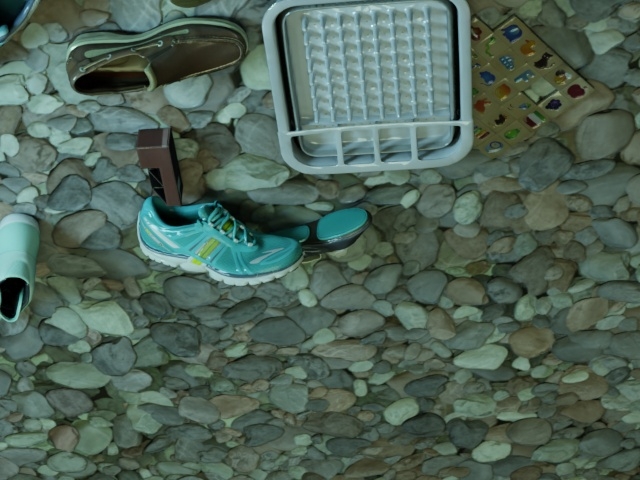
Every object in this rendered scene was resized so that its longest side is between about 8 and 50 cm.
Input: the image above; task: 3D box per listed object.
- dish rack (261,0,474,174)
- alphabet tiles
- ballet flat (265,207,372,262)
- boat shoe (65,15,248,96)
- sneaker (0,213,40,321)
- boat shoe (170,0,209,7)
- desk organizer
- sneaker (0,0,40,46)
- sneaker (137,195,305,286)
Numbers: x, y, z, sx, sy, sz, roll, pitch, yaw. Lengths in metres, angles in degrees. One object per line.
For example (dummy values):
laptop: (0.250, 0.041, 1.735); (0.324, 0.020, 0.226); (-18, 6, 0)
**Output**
dish rack: (0.073, -0.238, 1.871); (0.286, 0.072, 0.332); (-3, 138, 5)
alphabet tiles: (0.257, -0.232, 1.945); (0.198, 0.009, 0.237); (-34, 128, 29)
ballet flat: (0.000, 0.000, 2.133); (0.203, 0.074, 0.074); (-15, 136, 21)
boat shoe: (-0.228, -0.244, 1.838); (0.258, 0.095, 0.095); (-8, 137, 5)
sneaker: (-0.526, 0.089, 2.135); (0.094, 0.151, 0.256); (14, 135, -20)
boat shoe: (-0.148, -0.368, 1.757); (0.056, 0.048, 0.153); (15, 142, -36)
desk organizer: (-0.246, -0.111, 2.015); (0.050, 0.047, 0.130); (-3, 137, 3)
sneaker: (-0.454, -0.300, 1.746); (0.110, 0.122, 0.283); (28, 129, -28)
sneaker: (-0.161, -0.003, 2.070); (0.275, 0.107, 0.110); (11, 125, 9)
